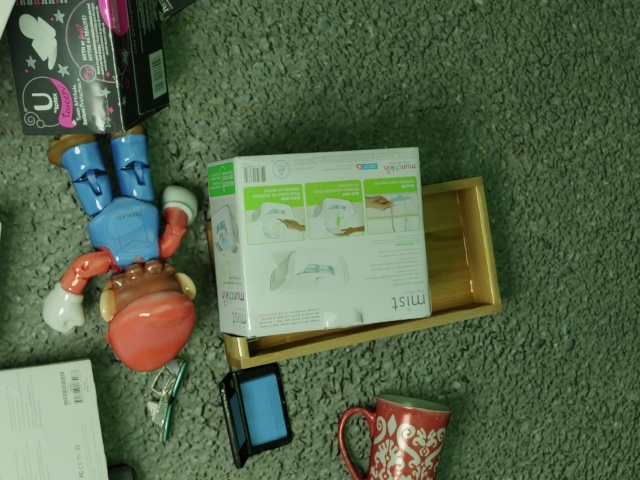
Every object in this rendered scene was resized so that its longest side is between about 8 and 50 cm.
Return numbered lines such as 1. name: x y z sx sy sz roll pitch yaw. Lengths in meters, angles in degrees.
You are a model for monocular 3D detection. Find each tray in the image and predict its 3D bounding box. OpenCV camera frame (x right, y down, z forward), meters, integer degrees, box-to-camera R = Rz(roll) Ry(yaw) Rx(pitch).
1. tray: 0.053 0.039 1.649 0.411 0.076 0.202 -10 93 -22

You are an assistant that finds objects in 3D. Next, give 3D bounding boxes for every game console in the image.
1. game console: -0.088 0.239 1.589 0.071 0.107 0.122 -11 94 6

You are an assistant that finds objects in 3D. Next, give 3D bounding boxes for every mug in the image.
1. mug: 0.105 0.312 1.666 0.113 0.150 0.169 10 90 -59

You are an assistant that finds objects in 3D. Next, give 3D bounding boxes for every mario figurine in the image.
1. mario figurine: -0.262 0.016 1.513 0.198 0.170 0.320 -15 84 13

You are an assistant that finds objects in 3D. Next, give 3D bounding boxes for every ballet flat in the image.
1. ballet flat: -0.211 0.213 1.558 0.041 0.041 0.114 17 83 -22

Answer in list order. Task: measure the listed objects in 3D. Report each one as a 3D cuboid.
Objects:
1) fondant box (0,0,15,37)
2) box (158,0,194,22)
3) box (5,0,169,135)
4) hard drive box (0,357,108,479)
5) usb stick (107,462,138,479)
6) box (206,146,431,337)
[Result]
1. fondant box: -0.442 -0.165 1.302 0.096 0.330 0.238 22 80 -21
2. box: -0.223 -0.436 1.523 0.184 0.103 0.261 -37 104 -21
3. box: -0.288 -0.267 1.411 0.142 0.163 0.247 1 109 14
4. hard drive box: -0.391 0.254 1.424 0.232 0.089 0.181 -5 74 -23
5. usb stick: -0.367 0.344 1.481 0.278 0.045 0.077 -6 90 -22
6. box: 0.000 0.000 1.519 0.262 0.127 0.231 -6 92 -23
